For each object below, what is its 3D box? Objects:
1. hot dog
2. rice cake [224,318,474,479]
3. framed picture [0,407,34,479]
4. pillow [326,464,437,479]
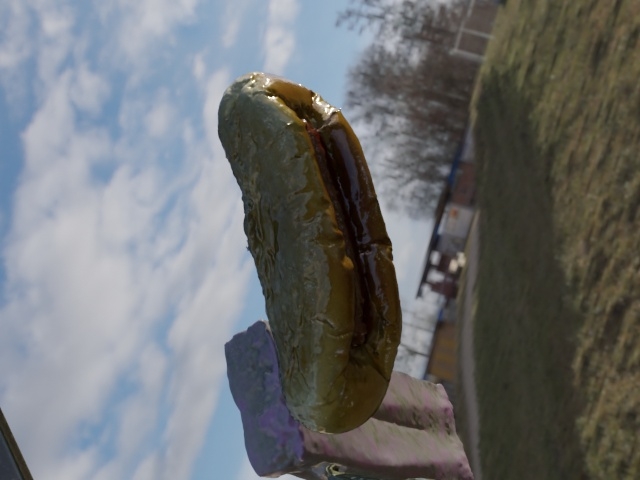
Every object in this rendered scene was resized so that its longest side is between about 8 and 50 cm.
[{"bbox_3d":[0.000,0.000,0.633,0.084,0.073,0.242,-1,-108,-45],"label":"hot dog"},{"bbox_3d":[0.034,0.146,0.774,0.298,0.050,0.106,27,-139,-54],"label":"rice cake"},{"bbox_3d":[-0.410,0.281,1.155,0.016,0.250,0.184,-27,-87,-49],"label":"framed picture"},{"bbox_3d":[0.101,0.204,0.525,0.075,0.185,0.302,-32,3,-24],"label":"pillow"}]
